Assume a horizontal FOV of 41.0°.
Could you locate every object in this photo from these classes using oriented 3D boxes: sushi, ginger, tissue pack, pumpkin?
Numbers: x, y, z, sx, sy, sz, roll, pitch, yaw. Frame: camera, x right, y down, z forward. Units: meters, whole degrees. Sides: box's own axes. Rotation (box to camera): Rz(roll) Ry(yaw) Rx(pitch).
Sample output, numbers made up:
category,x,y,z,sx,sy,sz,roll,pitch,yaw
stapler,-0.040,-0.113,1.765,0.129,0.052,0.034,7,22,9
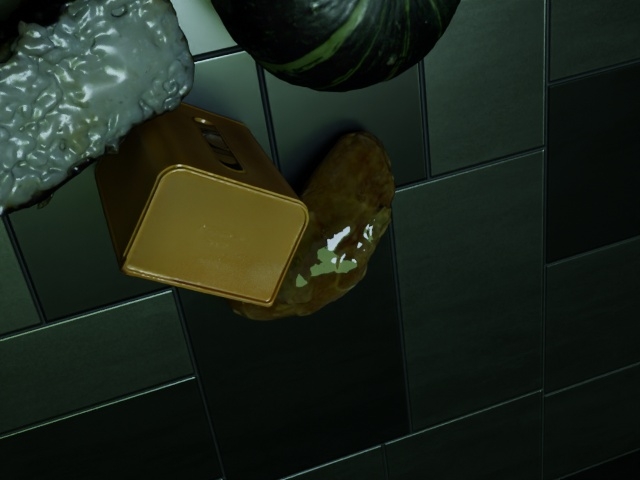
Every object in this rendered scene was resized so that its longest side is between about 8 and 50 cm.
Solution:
category,x,y,z,sx,sy,sz,roll,pitch,yaw
sushi,-0.297,-0.193,0.955,0.343,0.182,0.196,-43,143,-21
ginger,0.000,0.000,1.222,0.321,0.172,0.165,-44,163,3
tissue pack,-0.151,-0.060,1.059,0.195,0.274,0.145,18,110,-29
pumpkin,0.025,-0.333,0.979,0.323,0.241,0.323,-16,121,-29

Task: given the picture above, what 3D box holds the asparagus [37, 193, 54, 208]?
category,x,y,z,sx,sy,sz,roll,pitch,yaw
asparagus,-0.328,-0.102,1.123,0.162,0.016,0.016,-52,141,10
